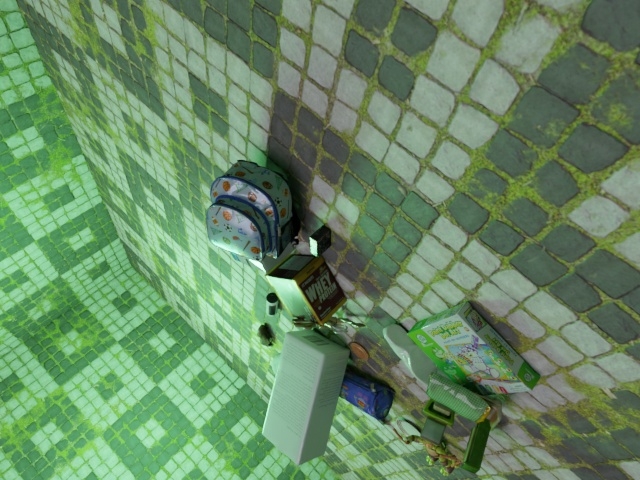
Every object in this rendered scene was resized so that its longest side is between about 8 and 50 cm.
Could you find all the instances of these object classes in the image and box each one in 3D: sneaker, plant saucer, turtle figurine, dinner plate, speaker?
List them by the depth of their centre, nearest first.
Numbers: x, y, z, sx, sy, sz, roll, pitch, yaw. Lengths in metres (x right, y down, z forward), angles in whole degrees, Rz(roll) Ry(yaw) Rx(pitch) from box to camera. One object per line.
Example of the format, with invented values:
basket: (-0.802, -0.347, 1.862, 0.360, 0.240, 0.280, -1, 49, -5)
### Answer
sneaker: (0.271, 0.346, 1.324, 0.212, 0.080, 0.094, 52, 163, 8)
plant saucer: (0.147, 0.416, 1.619, 0.084, 0.013, 0.083, 33, 147, 25)
turtle figurine: (0.416, 0.782, 1.620, 0.270, 0.087, 0.217, 7, 139, 38)
dinner plate: (0.367, 0.772, 1.744, 0.141, 0.017, 0.141, 33, 147, 25)
speaker: (-0.214, 0.282, 1.904, 0.055, 0.055, 0.136, 39, 149, 17)
sneaker: (-0.283, 0.502, 2.268, 0.071, 0.066, 0.188, 19, 148, 15)

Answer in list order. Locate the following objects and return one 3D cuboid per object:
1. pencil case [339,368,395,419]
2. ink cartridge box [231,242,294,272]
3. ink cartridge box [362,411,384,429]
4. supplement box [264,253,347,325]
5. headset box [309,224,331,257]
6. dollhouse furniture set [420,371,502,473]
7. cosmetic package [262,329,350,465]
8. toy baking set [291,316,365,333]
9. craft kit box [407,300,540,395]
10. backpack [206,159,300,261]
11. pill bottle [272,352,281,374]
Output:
pencil case: (0.147, 0.595, 1.722, 0.306, 0.119, 0.133, 13, 129, 47)
ink cartridge box: (-0.209, 0.022, 1.497, 0.191, 0.140, 0.082, 18, 138, 42)
ink cartridge box: (0.242, 0.786, 1.918, 0.115, 0.029, 0.062, 36, 148, 19)
supplement box: (-0.050, 0.161, 1.461, 0.194, 0.129, 0.191, 0, 126, 54)
headset box: (0.000, 0.000, 1.270, 0.032, 0.062, 0.083, 31, 147, 27)
dollhouse furniture set: (0.371, 0.512, 1.200, 0.198, 0.151, 0.301, 19, 153, 23)
cosmetic package: (-0.060, 0.613, 1.727, 0.230, 0.162, 0.452, 19, 98, 42)
toy baking set: (0.023, 0.289, 1.466, 0.197, 0.257, 0.030, -12, -79, -85)
craft kit box: (0.381, 0.291, 1.117, 0.246, 0.061, 0.250, 48, 151, 6)
backpack: (-0.207, -0.087, 1.250, 0.277, 0.213, 0.263, 16, 127, 12)
pill bottle: (-0.145, 0.608, 2.120, 0.131, 0.131, 0.229, 50, 151, -2)
